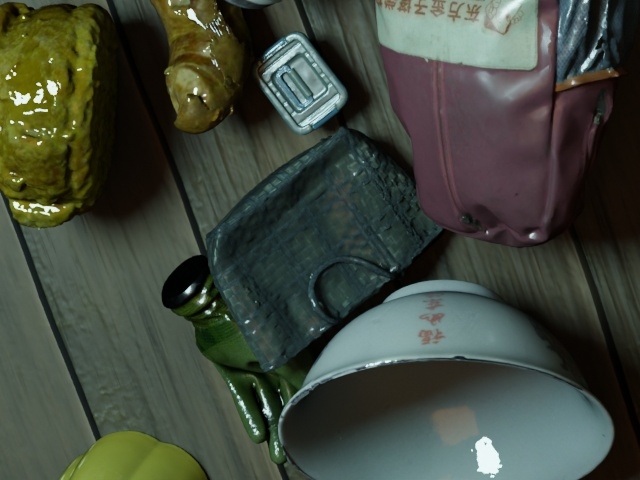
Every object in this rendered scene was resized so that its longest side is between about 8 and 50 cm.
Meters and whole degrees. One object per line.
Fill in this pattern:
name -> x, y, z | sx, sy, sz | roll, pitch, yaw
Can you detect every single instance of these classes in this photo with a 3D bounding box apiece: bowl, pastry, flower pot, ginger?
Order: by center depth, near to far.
bowl -> 0.130, 0.142, 1.776 | 0.345, 0.345, 0.157 | -5, 56, 12
pastry -> -0.273, -0.135, 1.790 | 0.132, 0.240, 0.235 | -2, 102, 7
ginger -> -0.144, -0.266, 1.793 | 0.107, 0.133, 0.309 | -16, 89, 24
flower pot -> -0.230, 0.332, 1.902 | 0.195, 0.179, 0.195 | 3, 103, 11

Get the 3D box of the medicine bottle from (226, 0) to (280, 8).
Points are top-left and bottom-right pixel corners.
medicine bottle -> -0.002, -0.347, 1.665 | 0.273, 0.165, 0.165 | -21, 97, 40

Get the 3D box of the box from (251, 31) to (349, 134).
box -> -0.018, -0.170, 1.824 | 0.074, 0.054, 0.099 | -37, 92, 13

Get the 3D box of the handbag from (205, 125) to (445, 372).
handbag -> 0.000, 0.000, 1.803 | 0.270, 0.088, 0.175 | -39, 95, -13

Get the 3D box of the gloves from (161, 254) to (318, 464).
gloves -> -0.068, 0.129, 1.864 | 0.135, 0.107, 0.268 | -18, 111, 45

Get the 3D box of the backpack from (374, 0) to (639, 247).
backpack -> 0.188, -0.150, 1.702 | 0.283, 0.197, 0.317 | 18, 119, 48
